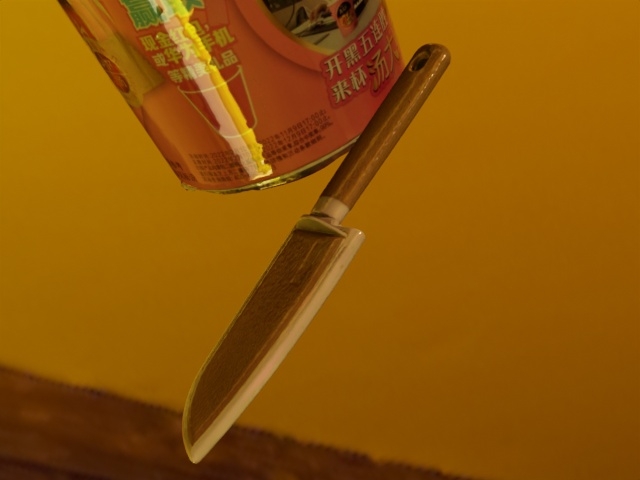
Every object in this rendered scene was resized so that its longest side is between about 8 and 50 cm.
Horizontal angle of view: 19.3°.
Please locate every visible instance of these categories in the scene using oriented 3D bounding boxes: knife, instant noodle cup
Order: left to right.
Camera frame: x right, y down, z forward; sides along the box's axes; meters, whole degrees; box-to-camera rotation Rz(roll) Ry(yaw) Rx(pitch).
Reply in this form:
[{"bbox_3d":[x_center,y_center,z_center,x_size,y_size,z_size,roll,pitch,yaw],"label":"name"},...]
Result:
[{"bbox_3d":[-0.065,-0.173,1.140,0.244,0.255,0.244,-20,-154,10],"label":"instant noodle cup"},{"bbox_3d":[-0.001,-0.001,0.915,0.046,0.022,0.256,12,-119,44],"label":"knife"}]
